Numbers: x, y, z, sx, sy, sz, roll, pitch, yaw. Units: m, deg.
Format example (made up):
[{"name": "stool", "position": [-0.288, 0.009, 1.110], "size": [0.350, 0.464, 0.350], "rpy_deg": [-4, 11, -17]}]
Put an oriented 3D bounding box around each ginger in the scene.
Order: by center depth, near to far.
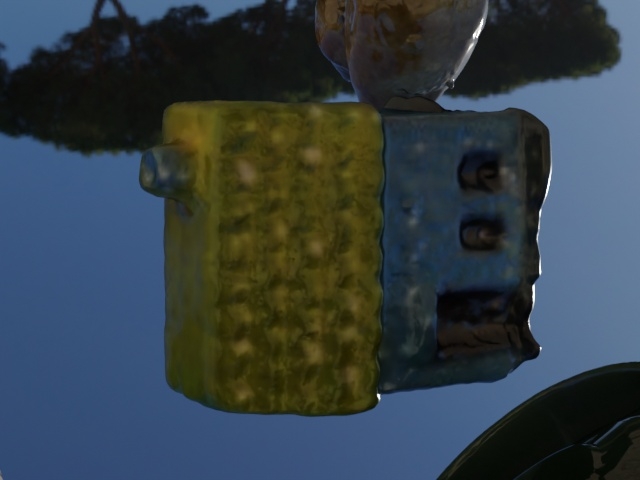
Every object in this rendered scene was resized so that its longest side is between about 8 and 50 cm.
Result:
[{"name": "ginger", "position": [0.069, -0.262, 1.042], "size": [0.155, 0.245, 0.304], "rpy_deg": [-14, -154, -18]}]

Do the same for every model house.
[{"name": "model house", "position": [0.000, 0.000, 0.759], "size": [0.303, 0.237, 0.215], "rpy_deg": [-4, -171, -32]}]

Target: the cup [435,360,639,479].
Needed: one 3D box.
[{"name": "cup", "position": [0.264, 0.284, 0.666], "size": [0.310, 0.392, 0.401], "rpy_deg": [-34, -165, 51]}]

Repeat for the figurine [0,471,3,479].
[{"name": "figurine", "position": [-0.395, 0.187, 0.835], "size": [0.262, 0.154, 0.180], "rpy_deg": [34, -169, 32]}]
